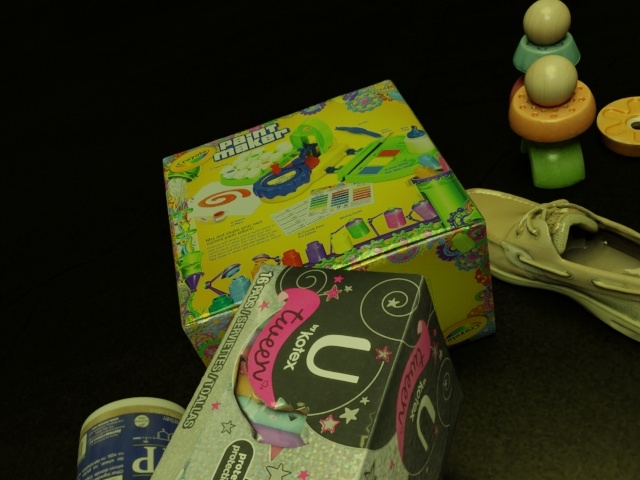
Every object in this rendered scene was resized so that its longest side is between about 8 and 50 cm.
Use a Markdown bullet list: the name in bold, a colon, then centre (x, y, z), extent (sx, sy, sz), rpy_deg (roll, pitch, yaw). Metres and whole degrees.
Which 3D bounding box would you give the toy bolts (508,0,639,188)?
- **toy bolts**: centre (0.335, -0.211, 0.870), extent (0.219, 0.158, 0.228), rpy_deg (-13, 44, 6)

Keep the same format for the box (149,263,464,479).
- **box**: centre (-0.003, 0.160, 0.471), extent (0.142, 0.163, 0.247), rpy_deg (2, 48, 27)

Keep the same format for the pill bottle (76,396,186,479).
- **pill bottle**: centre (-0.164, 0.247, 0.608), extent (0.112, 0.112, 0.186), rpy_deg (-17, 44, 1)

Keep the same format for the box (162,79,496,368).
- **box**: centre (0.000, 0.000, 0.756), extent (0.290, 0.177, 0.279), rpy_deg (-19, 43, 0)

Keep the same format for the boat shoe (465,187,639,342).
- **boat shoe**: centre (0.259, 0.001, 0.725), extent (0.109, 0.098, 0.302), rpy_deg (-39, 47, -21)
